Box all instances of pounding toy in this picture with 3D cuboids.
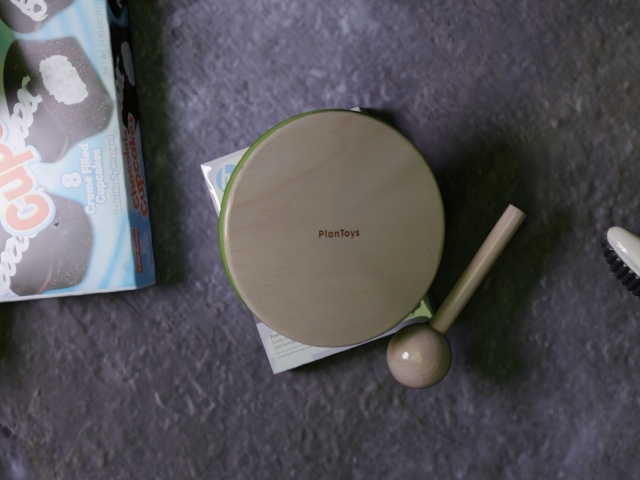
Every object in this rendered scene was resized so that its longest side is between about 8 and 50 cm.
[{"bbox_3d":[0.017,-0.001,1.389,0.237,0.110,0.183,28,85,-21],"label":"pounding toy"}]

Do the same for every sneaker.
[{"bbox_3d":[0.300,0.030,1.388,0.161,0.057,0.075,39,82,9],"label":"sneaker"}]

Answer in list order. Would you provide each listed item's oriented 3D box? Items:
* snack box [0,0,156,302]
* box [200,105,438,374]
[{"bbox_3d":[-0.251,-0.110,1.483,0.187,0.060,0.322,-6,91,13],"label":"snack box"},{"bbox_3d":[0.000,0.000,1.449,0.145,0.038,0.186,-19,87,11],"label":"box"}]
